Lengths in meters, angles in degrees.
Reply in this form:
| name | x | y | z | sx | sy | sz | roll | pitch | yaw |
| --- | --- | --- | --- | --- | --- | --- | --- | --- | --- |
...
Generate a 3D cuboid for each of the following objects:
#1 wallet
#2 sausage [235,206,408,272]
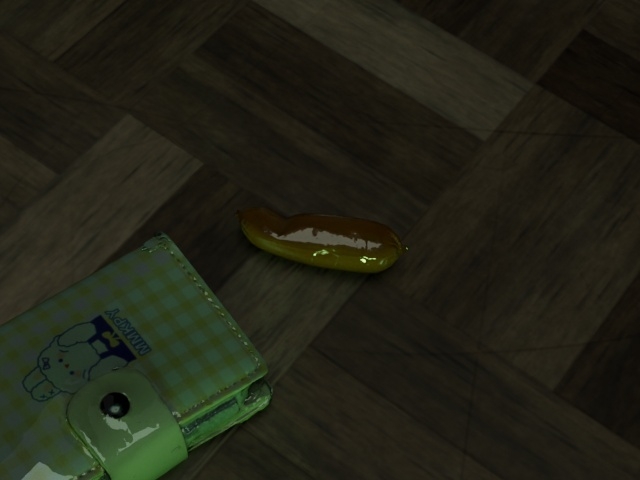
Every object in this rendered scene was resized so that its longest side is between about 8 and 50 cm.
| name | x | y | z | sx | sy | sz | roll | pitch | yaw |
| --- | --- | --- | --- | --- | --- | --- | --- | --- | --- |
| wallet | -0.221 | 0.140 | 1.275 | 0.309 | 0.077 | 0.223 | -31 | 61 | -24 |
| sausage | 0.000 | 0.000 | 1.394 | 0.183 | 0.054 | 0.062 | 8 | 24 | 2 |
